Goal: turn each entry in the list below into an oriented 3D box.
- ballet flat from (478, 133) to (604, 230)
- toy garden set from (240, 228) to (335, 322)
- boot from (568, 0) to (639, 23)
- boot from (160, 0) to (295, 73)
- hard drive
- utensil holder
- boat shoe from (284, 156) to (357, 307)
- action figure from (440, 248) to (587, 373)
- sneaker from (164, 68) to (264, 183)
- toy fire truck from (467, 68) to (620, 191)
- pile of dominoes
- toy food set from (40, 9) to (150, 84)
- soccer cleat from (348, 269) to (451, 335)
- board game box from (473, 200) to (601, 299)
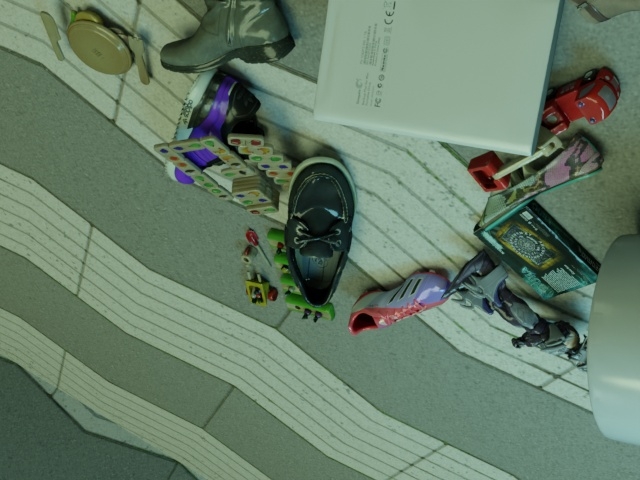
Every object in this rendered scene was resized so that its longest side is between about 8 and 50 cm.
[{"bbox_3d":[0.313,-0.092,1.210,0.221,0.077,0.079,-33,86,44],"label":"ballet flat"},{"bbox_3d":[-0.086,0.077,1.702,0.203,0.049,0.244,13,141,23],"label":"toy garden set"},{"bbox_3d":[0.357,-0.285,0.971,0.118,0.042,0.087,39,150,-9],"label":"boot"},{"bbox_3d":[-0.161,-0.349,1.236,0.246,0.083,0.161,-1,127,28],"label":"boot"},{"bbox_3d":[0.147,-0.237,1.076,0.307,0.040,0.203,13,102,23],"label":"hard drive"},{"bbox_3d":[0.591,0.145,1.081,0.385,0.328,0.328,4,136,35],"label":"utensil holder"},{"bbox_3d":[-0.004,0.000,1.467,0.127,0.113,0.340,6,140,-5],"label":"boat shoe"},{"bbox_3d":[0.356,0.140,1.410,0.285,0.099,0.185,36,169,7],"label":"action figure"},{"bbox_3d":[-0.178,-0.171,1.429,0.146,0.102,0.293,26,146,-4],"label":"sneaker"},{"bbox_3d":[0.299,-0.146,1.091,0.047,0.135,0.192,46,142,-21],"label":"toy fire truck"},{"bbox_3d":[-0.141,-0.109,1.410,0.195,0.040,0.251,-6,158,23],"label":"pile of dominoes"},{"bbox_3d":[-0.383,-0.345,1.426,0.192,0.039,0.132,18,150,8],"label":"toy food set"},{"bbox_3d":[0.150,0.126,1.555,0.083,0.095,0.248,46,142,-21],"label":"soccer cleat"},{"bbox_3d":[0.358,0.017,1.339,0.186,0.026,0.126,41,143,-15],"label":"board game box"}]
